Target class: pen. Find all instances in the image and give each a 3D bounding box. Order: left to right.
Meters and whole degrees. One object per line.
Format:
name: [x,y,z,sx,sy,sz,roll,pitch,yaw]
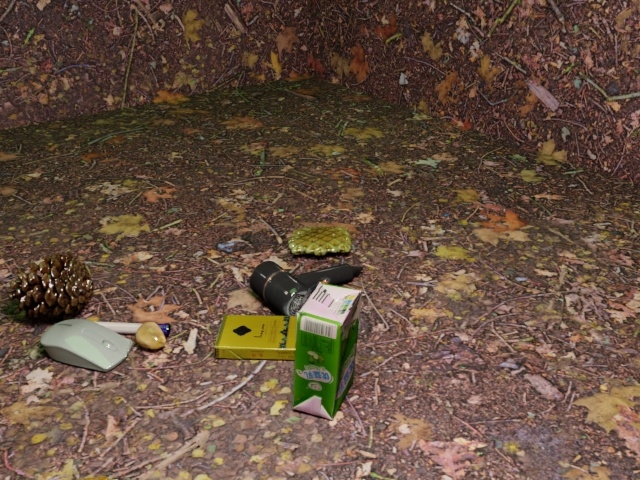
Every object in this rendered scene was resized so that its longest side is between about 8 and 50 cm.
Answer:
pen: [-0.524,0.228,1.881,0.268,0.033,0.033,2,27,4]

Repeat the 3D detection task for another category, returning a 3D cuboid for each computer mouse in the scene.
computer mouse: [-0.584,0.252,1.791,0.230,0.079,0.128,10,30,12]

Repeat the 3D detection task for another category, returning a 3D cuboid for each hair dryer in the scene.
hair dryer: [-0.003,0.117,2.041,0.352,0.107,0.189,-12,29,-33]

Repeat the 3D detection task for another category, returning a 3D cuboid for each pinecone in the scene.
pinecone: [-0.712,0.130,1.926,0.204,0.184,0.179,-20,50,12]

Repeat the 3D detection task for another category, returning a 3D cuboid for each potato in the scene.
potato: [-0.427,0.243,1.820,0.083,0.062,0.068,19,66,47]

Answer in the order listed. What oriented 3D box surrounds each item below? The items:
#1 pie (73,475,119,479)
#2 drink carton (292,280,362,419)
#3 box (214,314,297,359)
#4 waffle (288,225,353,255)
pie: [-0.404,0.519,1.165,0.314,0.092,0.315,-6,42,6]
drink carton: [0.014,0.236,1.599,0.108,0.271,0.161,13,28,16]
box: [-0.121,0.244,1.836,0.278,0.041,0.153,0,27,2]
waffle: [0.000,0.000,2.306,0.207,0.054,0.214,-5,21,-2]
